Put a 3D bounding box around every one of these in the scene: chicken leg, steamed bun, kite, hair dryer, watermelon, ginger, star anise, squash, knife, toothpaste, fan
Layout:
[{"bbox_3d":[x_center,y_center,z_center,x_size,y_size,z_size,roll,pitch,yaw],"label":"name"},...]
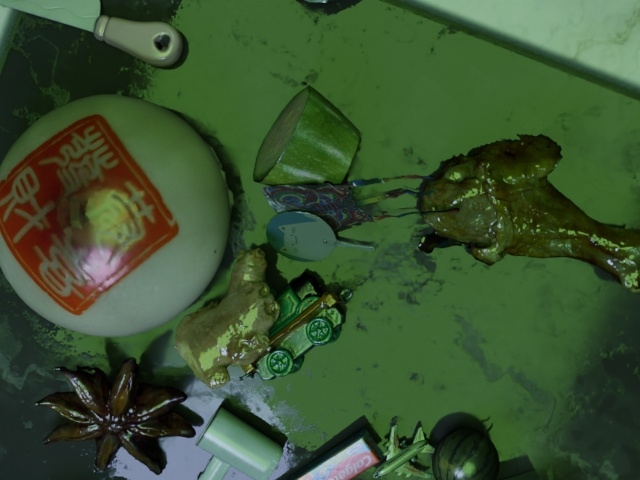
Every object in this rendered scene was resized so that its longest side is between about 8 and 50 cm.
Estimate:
[{"bbox_3d":[0.333,-0.052,1.454,0.361,0.140,0.211,9,116,2],"label":"chicken leg"},{"bbox_3d":[-0.325,-0.034,1.445,0.375,0.241,0.374,1,96,6],"label":"steamed bun"},{"bbox_3d":[0.060,-0.056,1.432,0.286,0.152,0.015,-5,58,28],"label":"kite"},{"bbox_3d":[-0.173,0.399,1.550,0.131,0.073,0.236,33,98,-1],"label":"hair dryer"},{"bbox_3d":[0.235,0.339,1.506,0.105,0.105,0.133,35,73,0],"label":"watermelon"},{"bbox_3d":[-0.127,0.121,1.458,0.137,0.074,0.213,38,84,20],"label":"ginger"},{"bbox_3d":[-0.324,0.265,1.534,0.272,0.102,0.271,1,124,1],"label":"star anise"},{"bbox_3d":[-0.017,-0.144,1.462,0.123,0.170,0.170,24,95,-11],"label":"squash"},{"bbox_3d":[-0.375,-0.362,1.523,0.336,0.043,0.081,21,89,4],"label":"knife"},{"bbox_3d":[0.013,0.384,1.534,0.193,0.044,0.070,-35,91,14],"label":"toothpaste"},{"bbox_3d":[0.000,0.000,1.504,0.176,0.005,0.113,9,137,6],"label":"fan"}]

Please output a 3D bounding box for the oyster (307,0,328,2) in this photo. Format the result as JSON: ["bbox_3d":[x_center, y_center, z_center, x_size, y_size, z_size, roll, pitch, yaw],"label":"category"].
[{"bbox_3d":[0.015,-0.540,1.448,0.162,0.158,0.350,1,86,-39],"label":"oyster"}]

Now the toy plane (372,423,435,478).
[{"bbox_3d":[0.131,0.348,1.541,0.111,0.040,0.102,-34,90,6],"label":"toy plane"}]

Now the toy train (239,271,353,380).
[{"bbox_3d":[-0.054,0.133,1.514,0.228,0.091,0.136,-41,81,5],"label":"toy train"}]

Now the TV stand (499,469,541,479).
[{"bbox_3d":[0.227,0.448,1.518,0.270,0.088,0.082,-16,94,4],"label":"TV stand"}]
